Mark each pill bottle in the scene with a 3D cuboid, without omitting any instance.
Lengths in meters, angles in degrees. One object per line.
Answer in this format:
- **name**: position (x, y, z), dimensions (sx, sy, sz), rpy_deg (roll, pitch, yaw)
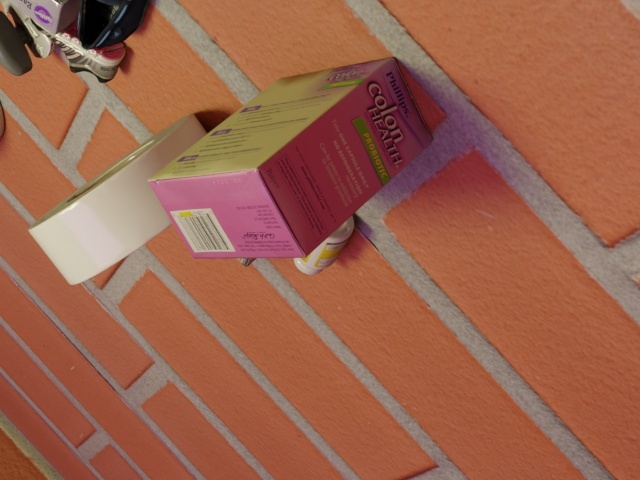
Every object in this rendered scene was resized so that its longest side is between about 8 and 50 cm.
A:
- **pill bottle**: position (0.000, 0.000, 1.509), dimensions (0.065, 0.065, 0.116), rpy_deg (42, 147, 8)

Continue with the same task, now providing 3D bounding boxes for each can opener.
- **can opener**: position (-0.494, -0.386, 1.650), dimensions (0.074, 0.093, 0.280), rpy_deg (-14, 109, 52)

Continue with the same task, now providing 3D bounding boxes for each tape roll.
- **tape roll**: position (-0.267, -0.059, 1.552), dimensions (0.100, 0.286, 0.286), rpy_deg (54, 147, -12)

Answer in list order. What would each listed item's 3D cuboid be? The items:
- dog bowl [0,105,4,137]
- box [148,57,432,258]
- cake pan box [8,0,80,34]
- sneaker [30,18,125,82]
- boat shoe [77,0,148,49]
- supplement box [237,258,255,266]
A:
- **dog bowl**: position (-0.702, -0.264, 1.999), dimensions (0.265, 0.104, 0.264), rpy_deg (30, 144, 25)
- **box**: position (-0.035, -0.092, 1.284), dimensions (0.214, 0.243, 0.117), rpy_deg (-2, 124, 49)
- **cake pan box**: position (-0.413, -0.437, 1.484), dimensions (0.267, 0.070, 0.245), rpy_deg (38, 145, 2)
- **sneaker**: position (-0.360, -0.286, 1.618), dimensions (0.170, 0.063, 0.074), rpy_deg (32, 139, 14)
- **boat shoe**: position (-0.265, -0.334, 1.433), dimensions (0.109, 0.089, 0.258), rpy_deg (38, 146, 14)
- **supplement box**: position (-0.114, -0.022, 1.625), dimensions (0.083, 0.056, 0.083), rpy_deg (40, 147, 11)
